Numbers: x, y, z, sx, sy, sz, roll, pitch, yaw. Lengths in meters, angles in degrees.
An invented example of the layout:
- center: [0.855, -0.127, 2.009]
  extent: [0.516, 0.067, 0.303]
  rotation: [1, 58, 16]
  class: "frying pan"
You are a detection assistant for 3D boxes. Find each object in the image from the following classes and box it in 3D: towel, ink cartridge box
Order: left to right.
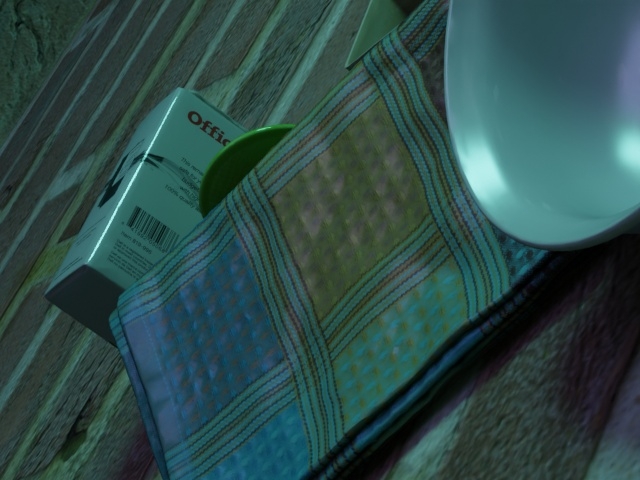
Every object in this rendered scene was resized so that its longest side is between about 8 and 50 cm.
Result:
- center: [-0.117, -0.003, 1.452]
  extent: [0.087, 0.153, 0.208]
  rotation: [-32, 27, 50]
  class: "ink cartridge box"
- center: [0.003, 0.027, 1.138]
  extent: [0.370, 0.040, 0.271]
  rotation: [-45, 44, 23]
  class: "towel"

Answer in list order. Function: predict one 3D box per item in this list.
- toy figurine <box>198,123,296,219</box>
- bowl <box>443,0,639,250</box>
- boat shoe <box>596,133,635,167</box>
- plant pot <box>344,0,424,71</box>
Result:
- center: [0.000, 0.000, 1.285]
  extent: [0.173, 0.130, 0.159]
  rotation: [-24, 39, 8]
  class: "toy figurine"
- center: [0.195, -0.129, 0.884]
  extent: [0.298, 0.134, 0.298]
  rotation: [-34, 50, 55]
  class: "bowl"
- center: [0.178, -0.059, 1.018]
  extent: [0.042, 0.049, 0.133]
  rotation: [-13, 27, 20]
  class: "boat shoe"
- center: [0.099, -0.162, 1.306]
  extent: [0.109, 0.096, 0.109]
  rotation: [-34, 26, 44]
  class: "plant pot"
